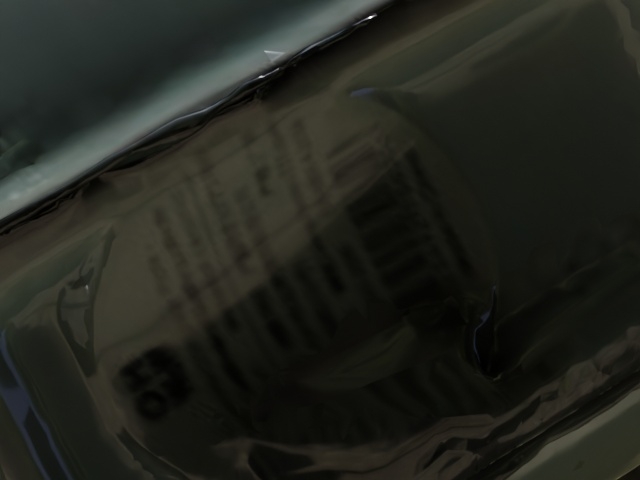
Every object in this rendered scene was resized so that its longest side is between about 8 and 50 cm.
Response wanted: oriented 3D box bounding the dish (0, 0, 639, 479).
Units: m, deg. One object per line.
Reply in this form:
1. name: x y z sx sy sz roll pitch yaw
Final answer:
1. dish: 0.000 0.000 0.364 0.182 0.243 0.080 63 -14 -14
